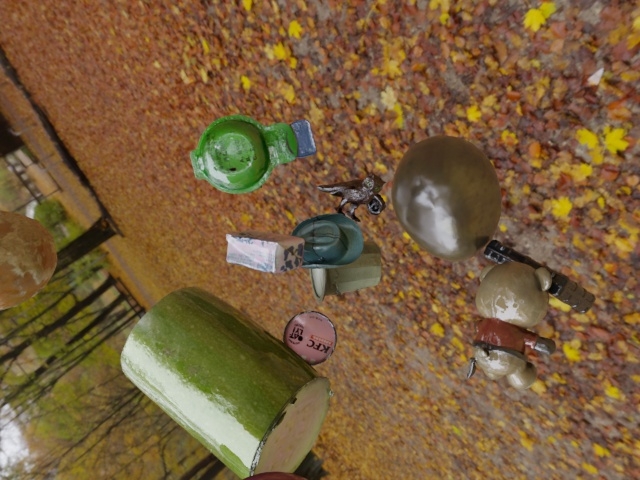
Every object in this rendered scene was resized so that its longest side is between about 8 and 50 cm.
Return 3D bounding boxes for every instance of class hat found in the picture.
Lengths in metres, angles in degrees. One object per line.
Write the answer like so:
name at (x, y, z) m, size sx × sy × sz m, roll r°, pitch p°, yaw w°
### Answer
hat at (0.000, 0.000, 1.109) m, size 0.078 × 0.190 × 0.138 m, roll 58°, pitch -154°, yaw -57°

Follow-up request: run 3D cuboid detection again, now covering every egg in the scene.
egg at (-0.623, 0.041, 0.936) m, size 0.194 × 0.233 × 0.195 m, roll 9°, pitch 122°, yaw 15°

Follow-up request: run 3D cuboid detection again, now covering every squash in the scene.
squash at (-0.188, 0.293, 1.022) m, size 0.384 × 0.263 × 0.263 m, roll 29°, pitch 150°, yaw 26°

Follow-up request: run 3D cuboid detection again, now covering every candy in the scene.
candy at (-0.122, 0.023, 1.053) m, size 0.160 × 0.092 × 0.073 m, roll 9°, pitch 101°, yaw 36°

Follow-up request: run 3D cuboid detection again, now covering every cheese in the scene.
cheese at (-0.173, -0.230, 1.259) m, size 0.083 × 0.320 × 0.204 m, roll -152°, pitch 48°, yaw -85°

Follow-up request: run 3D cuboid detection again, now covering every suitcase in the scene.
suitcase at (0.642, 0.102, 1.445) m, size 0.206 × 0.066 × 0.285 m, roll 26°, pitch -172°, yaw -34°

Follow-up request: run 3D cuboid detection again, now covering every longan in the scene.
longan at (0.401, -0.136, 1.566) m, size 0.335 × 0.405 × 0.405 m, roll -15°, pitch 120°, yaw 20°

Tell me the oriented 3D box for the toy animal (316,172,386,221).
toy animal at (0.104, -0.144, 1.388) m, size 0.218 × 0.116 × 0.179 m, roll 21°, pitch 134°, yaw -29°

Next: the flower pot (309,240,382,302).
flower pot at (0.078, 0.087, 1.542) m, size 0.212 × 0.202 × 0.213 m, roll 180°, pitch 90°, yaw -76°

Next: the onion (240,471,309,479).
onion at (-0.074, 0.369, 0.550) m, size 0.200 × 0.208 × 0.200 m, roll 10°, pitch 177°, yaw 0°

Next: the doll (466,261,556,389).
doll at (0.490, 0.218, 1.302) m, size 0.174 × 0.330 × 0.235 m, roll 16°, pitch 172°, yaw -29°

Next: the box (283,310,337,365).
box at (-0.028, 0.274, 1.409) m, size 0.151 × 0.151 × 0.135 m, roll 49°, pitch 178°, yaw 4°
